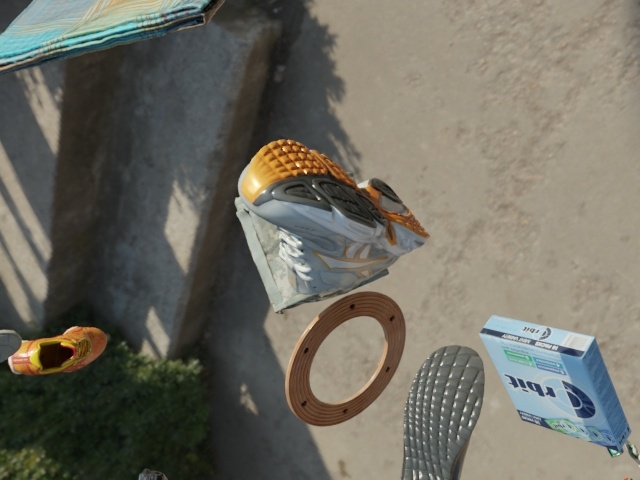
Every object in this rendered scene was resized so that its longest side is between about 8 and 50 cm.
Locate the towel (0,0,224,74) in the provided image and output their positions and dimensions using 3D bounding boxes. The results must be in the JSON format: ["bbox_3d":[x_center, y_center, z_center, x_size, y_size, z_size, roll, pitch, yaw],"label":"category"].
[{"bbox_3d":[-0.274,-0.329,1.163,0.370,0.271,0.040,-7,127,23],"label":"towel"}]

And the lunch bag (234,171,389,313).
[{"bbox_3d":[-0.035,0.008,1.685,0.169,0.287,0.235,-27,80,42],"label":"lunch bag"}]

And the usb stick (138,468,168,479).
[{"bbox_3d":[-0.296,0.530,1.439,0.045,0.278,0.077,-3,152,8],"label":"usb stick"}]

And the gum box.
[{"bbox_3d":[0.314,0.189,1.138,0.157,0.041,0.184,9,137,48],"label":"gum box"}]

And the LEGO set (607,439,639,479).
[{"bbox_3d":[0.553,0.437,1.475,0.060,0.182,0.244,-31,135,19],"label":"LEGO set"}]

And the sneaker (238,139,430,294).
[{"bbox_3d":[0.000,0.000,0.750,0.121,0.262,0.099,-46,62,15],"label":"sneaker"}]

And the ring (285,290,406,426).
[{"bbox_3d":[0.056,0.262,1.898,0.032,0.336,0.337,32,135,44],"label":"ring"}]

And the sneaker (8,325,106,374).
[{"bbox_3d":[-0.348,0.157,1.177,0.067,0.175,0.064,-3,95,24],"label":"sneaker"}]

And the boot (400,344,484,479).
[{"bbox_3d":[0.183,0.348,1.408,0.118,0.338,0.223,16,166,10],"label":"boot"}]

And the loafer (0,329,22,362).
[{"bbox_3d":[-0.416,0.130,0.995,0.039,0.125,0.045,30,133,47],"label":"loafer"}]
